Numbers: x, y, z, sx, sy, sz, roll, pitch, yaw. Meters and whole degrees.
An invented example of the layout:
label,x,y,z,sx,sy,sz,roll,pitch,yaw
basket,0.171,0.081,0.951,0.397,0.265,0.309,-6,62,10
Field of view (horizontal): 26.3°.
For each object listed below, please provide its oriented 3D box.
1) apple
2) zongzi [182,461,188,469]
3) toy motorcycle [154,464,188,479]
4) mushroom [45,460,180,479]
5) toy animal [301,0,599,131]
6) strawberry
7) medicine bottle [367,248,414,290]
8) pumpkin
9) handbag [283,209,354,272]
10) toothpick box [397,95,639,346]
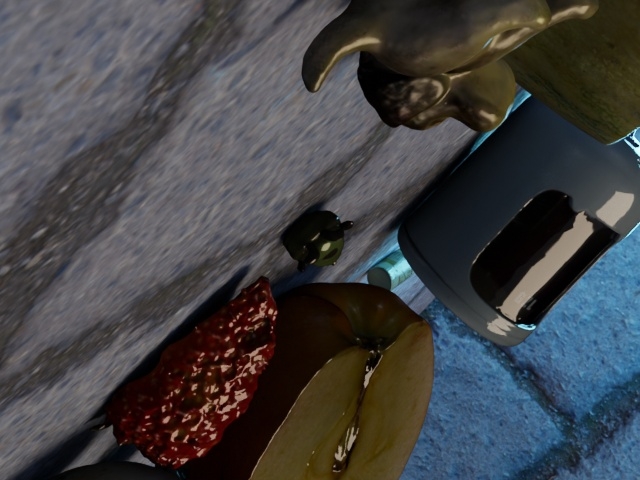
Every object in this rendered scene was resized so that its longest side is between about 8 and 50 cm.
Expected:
label,x,y,z,sx,sy,sz,roll,pitch,yaw
apple,-0.003,0.228,1.628,0.329,0.295,0.365,-94,-163,-64
zongzi,-0.059,0.278,1.863,0.248,0.241,0.111,111,-10,-61
toy motorcycle,-0.227,0.347,1.640,0.205,0.127,0.275,-28,179,-5
mushroom,-0.217,0.350,1.369,0.243,0.243,0.243,-42,171,-8
toy animal,0.085,-0.140,0.880,0.168,0.121,0.233,-34,171,14
strawberry,-0.104,0.136,1.376,0.228,0.098,0.174,-44,172,9
medicine bottle,0.111,0.046,2.100,0.083,0.047,0.047,-33,166,-50
pumpkin,0.294,-0.220,1.169,0.332,0.199,0.332,-39,169,-9
handbag,0.000,0.000,1.366,0.072,0.047,0.111,-42,169,0
toothpick box,0.297,-0.060,1.883,0.355,0.263,0.263,-47,171,16
